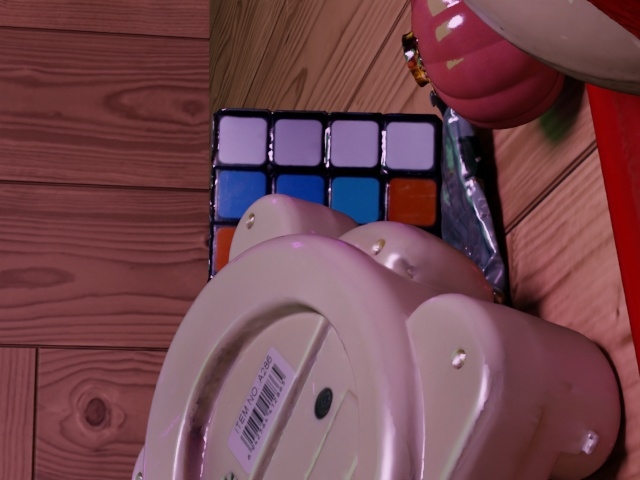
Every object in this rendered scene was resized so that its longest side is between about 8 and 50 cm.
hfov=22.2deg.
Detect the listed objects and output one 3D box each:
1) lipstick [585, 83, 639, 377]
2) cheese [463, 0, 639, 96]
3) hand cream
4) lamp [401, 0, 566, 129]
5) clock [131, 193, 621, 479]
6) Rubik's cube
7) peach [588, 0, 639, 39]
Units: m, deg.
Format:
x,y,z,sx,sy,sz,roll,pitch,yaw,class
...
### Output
x,y,z,sx,sy,sz,roll,pitch,yaw,class
0.149,0.030,0.606,0.073,0.073,0.279,110,158,-58,lipstick
0.125,-0.134,0.581,0.091,0.175,0.202,35,-161,-56,cheese
0.083,0.030,1.001,0.075,0.052,0.248,118,152,-65,hand cream
0.091,-0.113,0.877,0.107,0.092,0.107,-19,-90,-73,lamp
0.005,0.126,0.906,0.309,0.114,0.284,42,112,57,clock
0.000,0.000,1.128,0.151,0.154,0.155,112,160,-82,Rubik's cube
0.108,-0.110,0.443,0.279,0.068,0.189,51,147,-4,peach
